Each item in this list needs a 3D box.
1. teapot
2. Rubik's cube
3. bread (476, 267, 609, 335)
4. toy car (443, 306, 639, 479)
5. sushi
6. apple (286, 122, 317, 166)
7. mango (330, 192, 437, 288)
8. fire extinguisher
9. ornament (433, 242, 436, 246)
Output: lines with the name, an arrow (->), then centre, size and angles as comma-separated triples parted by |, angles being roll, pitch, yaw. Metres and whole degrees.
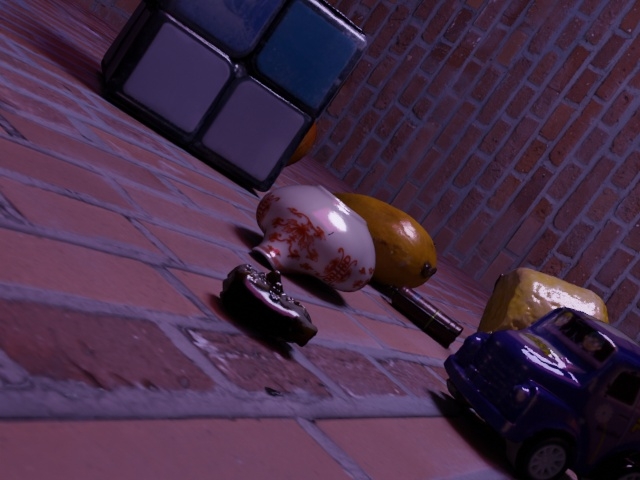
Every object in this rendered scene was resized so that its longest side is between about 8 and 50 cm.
teapot -> 0.000, 0.000, 0.995 | 0.159, 0.116, 0.245 | 27, -4, 26
Rubik's cube -> -0.160, -0.315, 1.397 | 0.316, 0.318, 0.313 | 34, 7, -24
bread -> 0.296, 0.143, 1.112 | 0.170, 0.197, 0.197 | 25, 6, 5
toy car -> 0.251, 0.154, 0.837 | 0.235, 0.158, 0.172 | 25, 11, -25
sushi -> -0.038, 0.050, 0.643 | 0.083, 0.044, 0.046 | 33, 6, -5
apple -> -0.107, -0.237, 1.694 | 0.196, 0.196, 0.196 | 35, 7, -5
mango -> 0.079, -0.008, 1.364 | 0.176, 0.119, 0.317 | 27, 2, -37
fire extinguisher -> 0.146, 0.104, 1.213 | 0.132, 0.039, 0.056 | 38, -2, 16
ornament -> 0.169, -0.012, 1.916 | 0.203, 0.081, 0.088 | 31, 8, -29
